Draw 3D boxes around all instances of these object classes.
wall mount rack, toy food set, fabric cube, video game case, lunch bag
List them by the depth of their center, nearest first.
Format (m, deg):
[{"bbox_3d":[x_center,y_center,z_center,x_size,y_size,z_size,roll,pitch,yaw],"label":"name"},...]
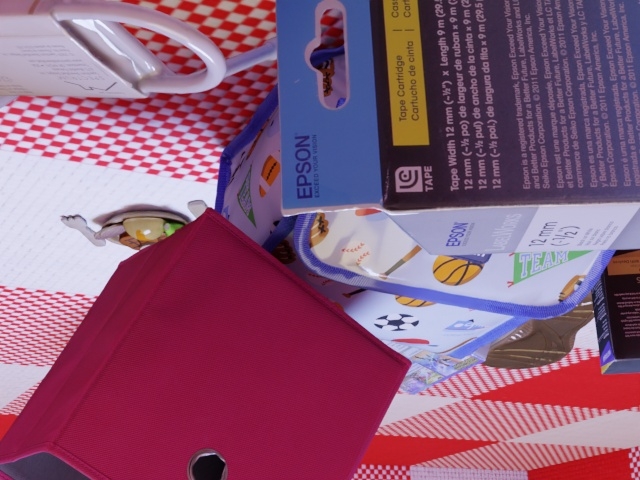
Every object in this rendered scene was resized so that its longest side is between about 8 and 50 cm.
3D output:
[{"bbox_3d":[-0.188,-0.166,0.853,0.350,0.130,0.304,6,163,27],"label":"wall mount rack"},{"bbox_3d":[-0.118,0.167,1.074,0.254,0.258,0.259,39,152,-14],"label":"fabric cube"},{"bbox_3d":[0.094,-0.038,1.137,0.328,0.239,0.385,13,152,-22],"label":"lunch bag"},{"bbox_3d":[-0.229,-0.005,1.494,0.192,0.038,0.132,-6,160,11],"label":"toy food set"},{"bbox_3d":[0.106,0.144,1.804,0.244,0.061,0.269,28,154,-10],"label":"video game case"}]

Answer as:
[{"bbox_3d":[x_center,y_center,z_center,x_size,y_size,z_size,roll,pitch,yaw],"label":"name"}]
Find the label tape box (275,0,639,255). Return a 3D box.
[{"bbox_3d":[0.140,-0.122,0.884,0.348,0.249,0.115,-2,160,-1],"label":"label tape box"}]

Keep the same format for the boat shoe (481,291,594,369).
[{"bbox_3d":[0.329,0.096,1.722,0.123,0.123,0.342,7,152,-7],"label":"boat shoe"}]

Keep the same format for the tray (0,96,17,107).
[{"bbox_3d":[-0.439,-0.146,1.079,0.145,0.030,0.270,-19,155,41],"label":"tray"}]

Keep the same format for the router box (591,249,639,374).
[{"bbox_3d":[0.486,0.031,1.381,0.309,0.243,0.081,-2,160,2],"label":"router box"}]
